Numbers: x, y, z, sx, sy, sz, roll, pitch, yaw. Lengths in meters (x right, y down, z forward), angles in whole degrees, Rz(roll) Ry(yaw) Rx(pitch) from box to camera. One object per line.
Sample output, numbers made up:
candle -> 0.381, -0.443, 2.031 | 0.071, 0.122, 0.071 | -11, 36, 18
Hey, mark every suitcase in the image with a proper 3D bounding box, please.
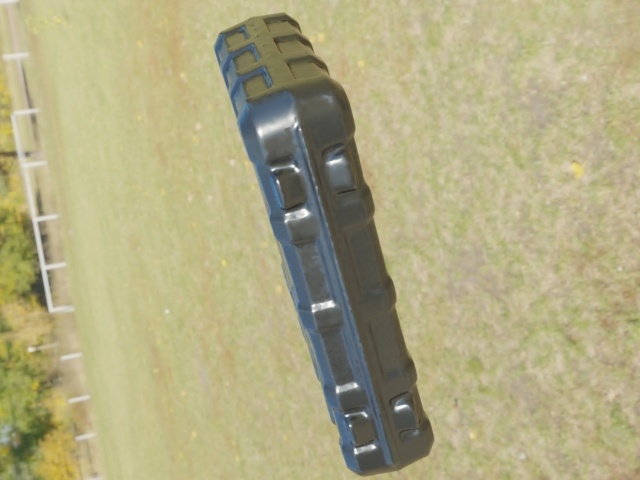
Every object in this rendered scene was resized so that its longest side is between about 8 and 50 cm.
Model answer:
suitcase -> 0.001, 0.000, 0.625 | 0.206, 0.066, 0.285 | -112, 5, -61
